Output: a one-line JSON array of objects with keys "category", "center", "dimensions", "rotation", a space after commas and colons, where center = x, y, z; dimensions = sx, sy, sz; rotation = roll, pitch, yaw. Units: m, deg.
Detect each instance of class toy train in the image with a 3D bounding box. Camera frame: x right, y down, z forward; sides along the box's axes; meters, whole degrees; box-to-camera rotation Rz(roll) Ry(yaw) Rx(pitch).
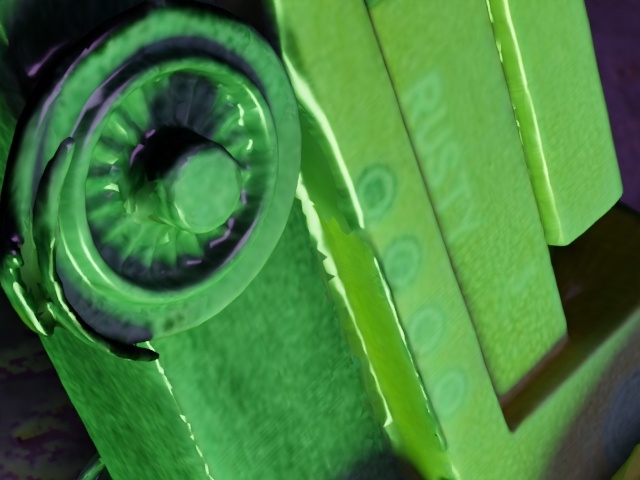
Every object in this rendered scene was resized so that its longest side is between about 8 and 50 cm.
[{"category": "toy train", "center": [0.000, 0.000, 0.604], "dimensions": [0.253, 0.160, 0.397], "rotation": [-41, 130, -25]}]

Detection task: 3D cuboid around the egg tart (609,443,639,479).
[{"category": "egg tart", "center": [0.218, 0.195, 0.655], "dimensions": [0.341, 0.132, 0.341], "rotation": [1, 88, -33]}]
